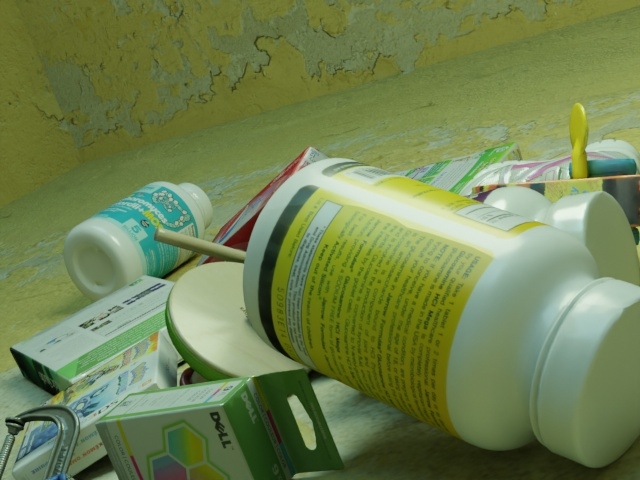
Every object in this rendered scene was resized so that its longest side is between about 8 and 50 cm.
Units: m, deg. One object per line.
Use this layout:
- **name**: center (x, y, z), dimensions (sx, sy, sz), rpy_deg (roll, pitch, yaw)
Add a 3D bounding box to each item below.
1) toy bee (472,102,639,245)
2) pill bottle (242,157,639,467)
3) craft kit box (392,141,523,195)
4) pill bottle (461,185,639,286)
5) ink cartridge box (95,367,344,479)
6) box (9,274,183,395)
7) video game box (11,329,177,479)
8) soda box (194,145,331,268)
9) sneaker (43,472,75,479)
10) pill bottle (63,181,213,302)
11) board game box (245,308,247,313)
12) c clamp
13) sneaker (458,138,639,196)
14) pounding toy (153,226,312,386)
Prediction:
- **toy bee**: center (0.297, -0.050, 1.343), dimensions (0.298, 0.195, 0.162), rpy_deg (-24, -5, 12)
- **pill bottle**: center (0.110, 0.059, 1.092), dimensions (0.334, 0.188, 0.188), rpy_deg (22, 40, 38)
- **craft kit box**: center (0.150, -0.058, 1.928), dimensions (0.246, 0.061, 0.250), rpy_deg (-16, 14, 31)
- **pill bottle**: center (0.149, 0.039, 1.293), dimensions (0.301, 0.169, 0.169), rpy_deg (-12, 16, 34)
- **ink cartridge box**: center (-0.094, 0.189, 1.201), dimensions (0.209, 0.109, 0.062), rpy_deg (-12, 16, 32)
- **box**: center (-0.276, 0.134, 1.796), dimensions (0.232, 0.059, 0.322), rpy_deg (-29, 14, -21)
- **video game box**: center (-0.250, 0.193, 1.489), dimensions (0.187, 0.048, 0.205), rpy_deg (-30, 13, 1)
- **soda box**: center (-0.062, -0.015, 1.711), dimensions (0.263, 0.083, 0.092), rpy_deg (-40, 15, 49)
- **sneaker**: center (-0.267, 0.280, 1.146), dimensions (0.083, 0.087, 0.221), rpy_deg (-16, 14, 24)
- **pill bottle**: center (-0.292, -0.007, 2.188), dimensions (0.146, 0.146, 0.264), rpy_deg (-11, 17, 37)
- **board game box**: center (0.031, 0.056, 1.537), dimensions (0.259, 0.124, 0.039), rpy_deg (-37, -21, -55)
- **c clamp**: center (-0.322, 0.240, 1.376), dimensions (0.137, 0.022, 0.161), rpy_deg (2, 57, 29)
- **sneaker**: center (0.279, -0.054, 1.610), dimensions (0.252, 0.103, 0.111), rpy_deg (-20, 12, 7)
- **pounding toy**: center (-0.106, 0.107, 1.511), dimensions (0.182, 0.110, 0.237), rpy_deg (6, 41, -24)
